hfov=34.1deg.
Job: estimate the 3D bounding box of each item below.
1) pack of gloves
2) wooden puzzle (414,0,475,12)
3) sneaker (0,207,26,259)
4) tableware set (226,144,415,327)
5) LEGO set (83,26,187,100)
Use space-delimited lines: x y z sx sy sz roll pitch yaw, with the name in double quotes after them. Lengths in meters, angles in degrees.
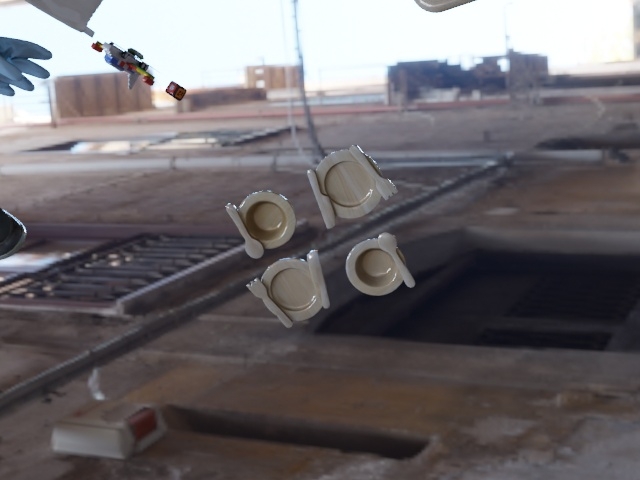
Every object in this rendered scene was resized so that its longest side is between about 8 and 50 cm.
-0.349 -0.238 1.080 0.232 0.195 0.046 20 -146 -43 "pack of gloves"
0.186 -0.412 0.981 0.080 0.322 0.347 -90 -23 -44 "wooden puzzle"
-0.534 -0.045 1.503 0.083 0.222 0.118 -61 -25 -18 "sneaker"
0.000 0.000 0.959 0.020 0.169 0.141 -69 -44 -70 "tableware set"
-0.318 -0.276 1.544 0.244 0.182 0.060 30 -86 -28 "LEGO set"
